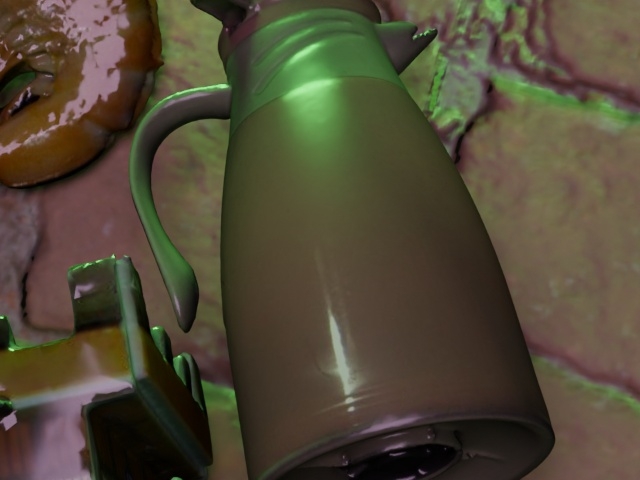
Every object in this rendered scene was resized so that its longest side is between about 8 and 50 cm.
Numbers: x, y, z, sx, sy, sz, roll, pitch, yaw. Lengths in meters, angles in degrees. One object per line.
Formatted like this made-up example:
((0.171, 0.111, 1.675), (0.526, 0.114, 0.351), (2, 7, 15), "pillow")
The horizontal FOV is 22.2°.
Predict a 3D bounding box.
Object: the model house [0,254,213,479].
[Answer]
((-0.142, 0.150, 0.751), (0.198, 0.224, 0.215), (-10, 69, 1), "model house")

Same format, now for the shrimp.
((-0.212, -0.107, 0.914), (0.248, 0.068, 0.150), (4, 79, 3), "shrimp")

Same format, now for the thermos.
((0.000, 0.000, 0.819), (0.176, 0.146, 0.265), (-13, 64, -2), "thermos")
